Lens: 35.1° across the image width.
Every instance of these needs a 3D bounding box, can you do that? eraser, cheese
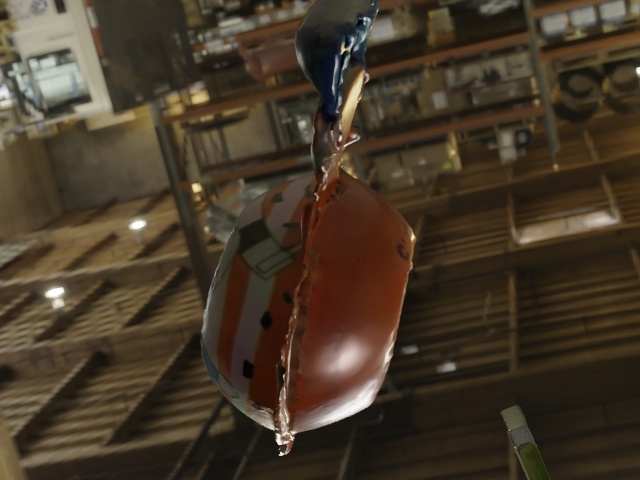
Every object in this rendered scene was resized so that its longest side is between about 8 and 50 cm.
[{"bbox_3d":[0.170,0.177,0.819,0.019,0.083,0.038,-24,-164,7],"label":"eraser"},{"bbox_3d":[0.000,0.000,0.684,0.129,0.329,0.217,11,-149,5],"label":"cheese"}]
